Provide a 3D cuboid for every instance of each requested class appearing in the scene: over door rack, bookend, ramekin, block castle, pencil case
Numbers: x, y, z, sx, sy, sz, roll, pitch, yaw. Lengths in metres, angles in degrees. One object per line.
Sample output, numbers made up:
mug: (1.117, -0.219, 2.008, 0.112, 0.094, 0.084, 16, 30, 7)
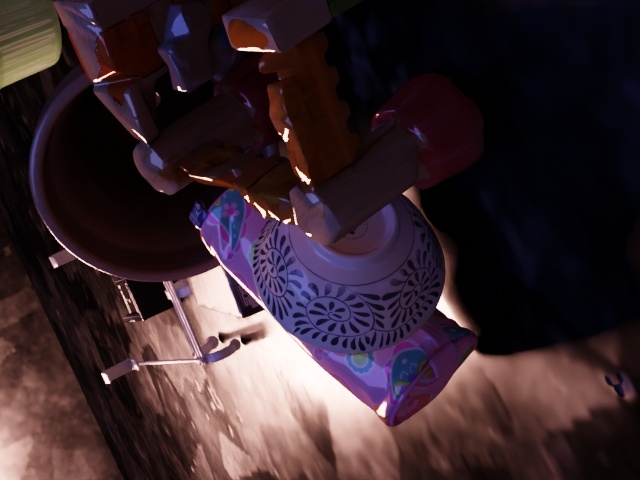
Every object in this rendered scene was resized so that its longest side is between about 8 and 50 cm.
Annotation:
over door rack: (-0.270, 0.086, 1.708, 0.324, 0.108, 0.239, -15, 100, 46)
bookend: (-0.324, 0.057, 1.880, 0.157, 0.072, 0.156, 68, 158, -4)
ramekin: (-0.558, -0.406, 1.824, 0.303, 0.148, 0.303, 47, 151, 36)
block castle: (-0.059, -0.244, 0.828, 0.303, 0.213, 0.453, 16, 135, 47)
pencil case: (0.010, 0.041, 1.011, 0.284, 0.124, 0.124, 45, 152, 20)

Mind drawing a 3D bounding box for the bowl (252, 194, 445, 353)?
bowl: (0.027, 0.004, 0.917, 0.170, 0.170, 0.080, 55, 162, 23)

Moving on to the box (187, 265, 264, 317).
box: (-0.152, -0.016, 1.449, 0.183, 0.056, 0.231, 4, 116, 66)

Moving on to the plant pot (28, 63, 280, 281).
plant pot: (-0.189, -0.121, 1.211, 0.229, 0.263, 0.263, -112, 10, -58)
